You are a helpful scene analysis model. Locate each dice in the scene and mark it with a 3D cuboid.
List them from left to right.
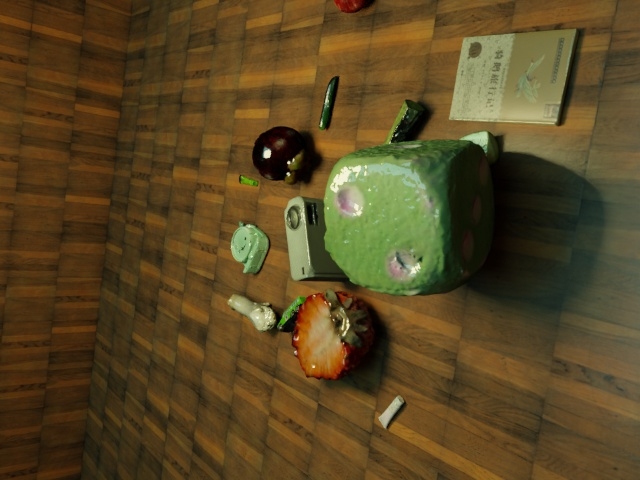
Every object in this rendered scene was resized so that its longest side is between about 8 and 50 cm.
[{"bbox_3d":[0.219,-0.062,1.399,0.318,0.322,0.330,3,106,35],"label":"dice"}]

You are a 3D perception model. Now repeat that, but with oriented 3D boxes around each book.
[{"bbox_3d":[0.457,-0.394,1.436,0.310,0.021,0.216,17,100,49],"label":"book"}]

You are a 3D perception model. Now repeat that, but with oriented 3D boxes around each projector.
[{"bbox_3d":[0.000,0.000,1.807,0.108,0.198,0.250,-20,73,47],"label":"projector"}]

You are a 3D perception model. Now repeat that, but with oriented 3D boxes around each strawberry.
[{"bbox_3d":[0.039,0.292,1.795,0.265,0.149,0.336,63,141,23],"label":"strawberry"}]

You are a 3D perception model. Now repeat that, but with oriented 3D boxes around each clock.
[{"bbox_3d":[-0.281,0.016,2.241,0.211,0.066,0.159,44,119,43],"label":"clock"}]

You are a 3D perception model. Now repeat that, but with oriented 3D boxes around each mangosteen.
[{"bbox_3d":[-0.131,-0.287,1.999,0.210,0.210,0.209,-5,83,49],"label":"mangosteen"}]

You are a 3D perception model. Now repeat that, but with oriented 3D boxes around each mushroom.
[{"bbox_3d":[-0.248,0.261,2.162,0.278,0.096,0.099,20,101,53],"label":"mushroom"}]

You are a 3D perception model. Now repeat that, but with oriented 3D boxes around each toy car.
[{"bbox_3d":[-0.083,0.254,1.988,0.165,0.071,0.062,-49,37,35],"label":"toy car"}]

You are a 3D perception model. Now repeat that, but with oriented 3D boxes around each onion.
[{"bbox_3d":[0.096,-0.765,1.813,0.131,0.131,0.131,-5,83,49],"label":"onion"}]

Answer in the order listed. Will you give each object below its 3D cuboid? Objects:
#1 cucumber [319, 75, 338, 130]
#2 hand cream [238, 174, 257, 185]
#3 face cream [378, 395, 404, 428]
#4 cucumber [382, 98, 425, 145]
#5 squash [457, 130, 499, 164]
[{"bbox_3d":[0.025,-0.452,1.942,0.036,0.033,0.184,-151,72,-66],"label":"cucumber"},{"bbox_3d":[-0.284,-0.230,2.295,0.122,0.023,0.036,19,113,50],"label":"hand cream"},{"bbox_3d":[0.200,0.485,1.671,0.038,0.020,0.115,54,129,36],"label":"face cream"},{"bbox_3d":[0.225,-0.290,1.678,0.078,0.062,0.211,-85,17,-58],"label":"cucumber"},{"bbox_3d":[0.349,-0.212,1.508,0.200,0.075,0.090,-16,101,50],"label":"squash"}]
